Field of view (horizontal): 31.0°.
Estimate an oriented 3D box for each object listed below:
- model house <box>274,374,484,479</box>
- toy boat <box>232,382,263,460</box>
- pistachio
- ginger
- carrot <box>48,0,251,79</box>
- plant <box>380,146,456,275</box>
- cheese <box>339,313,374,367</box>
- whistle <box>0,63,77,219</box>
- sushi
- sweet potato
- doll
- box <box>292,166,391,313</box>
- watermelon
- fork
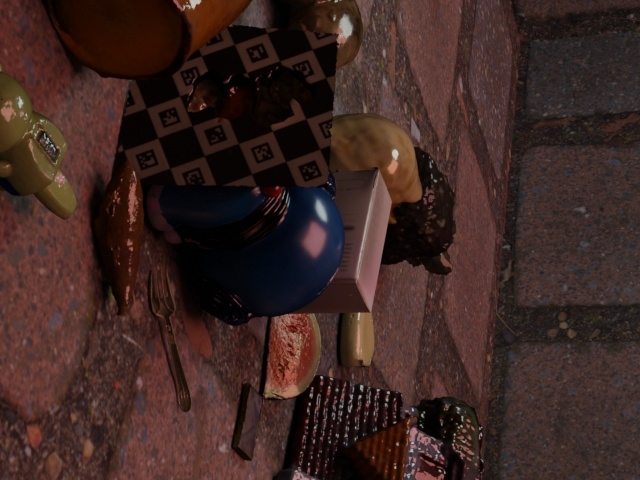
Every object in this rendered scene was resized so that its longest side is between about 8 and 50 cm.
[{"bbox_3d":[0.077,0.407,2.116,0.339,0.297,0.360,31,52,-28],"label":"model house"},{"bbox_3d":[-0.119,0.298,1.898,0.063,0.016,0.115,59,34,-52],"label":"toy boat"},{"bbox_3d":[0.084,-0.136,2.232,0.238,0.229,0.321,48,19,-6],"label":"pistachio"},{"bbox_3d":[-0.020,-0.459,2.119,0.244,0.155,0.304,-56,131,-48],"label":"ginger"},{"bbox_3d":[-0.190,-0.361,1.514,0.340,0.224,0.224,-65,146,-46],"label":"carrot"},{"bbox_3d":[0.189,-0.049,2.511,0.312,0.213,0.215,61,28,-55],"label":"plant"},{"bbox_3d":[0.079,0.141,2.406,0.127,0.050,0.255,26,63,-67],"label":"cheese"},{"bbox_3d":[-0.334,-0.104,1.275,0.227,0.085,0.105,61,33,-48],"label":"whistle"},{"bbox_3d":[-0.126,-0.180,1.605,0.050,0.290,0.264,89,4,-67],"label":"sushi"},{"bbox_3d":[-0.262,-0.005,1.506,0.068,0.060,0.205,-4,93,-32],"label":"sweet potato"},{"bbox_3d":[-0.094,-0.023,1.717,0.284,0.240,0.310,-51,146,-17],"label":"doll"},{"bbox_3d":[0.000,0.000,1.993,0.106,0.203,0.251,66,29,-47],"label":"box"},{"bbox_3d":[-0.055,0.183,2.044,0.119,0.063,0.245,44,46,-43],"label":"watermelon"},{"bbox_3d":[-0.214,0.147,1.651,0.028,0.034,0.219,-117,-162,-72],"label":"fork"}]
